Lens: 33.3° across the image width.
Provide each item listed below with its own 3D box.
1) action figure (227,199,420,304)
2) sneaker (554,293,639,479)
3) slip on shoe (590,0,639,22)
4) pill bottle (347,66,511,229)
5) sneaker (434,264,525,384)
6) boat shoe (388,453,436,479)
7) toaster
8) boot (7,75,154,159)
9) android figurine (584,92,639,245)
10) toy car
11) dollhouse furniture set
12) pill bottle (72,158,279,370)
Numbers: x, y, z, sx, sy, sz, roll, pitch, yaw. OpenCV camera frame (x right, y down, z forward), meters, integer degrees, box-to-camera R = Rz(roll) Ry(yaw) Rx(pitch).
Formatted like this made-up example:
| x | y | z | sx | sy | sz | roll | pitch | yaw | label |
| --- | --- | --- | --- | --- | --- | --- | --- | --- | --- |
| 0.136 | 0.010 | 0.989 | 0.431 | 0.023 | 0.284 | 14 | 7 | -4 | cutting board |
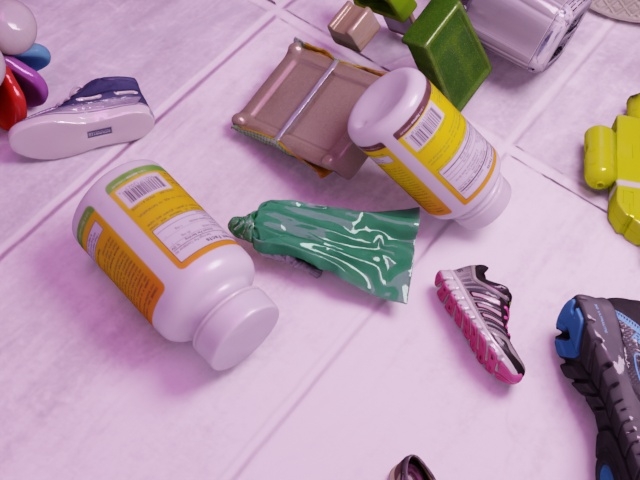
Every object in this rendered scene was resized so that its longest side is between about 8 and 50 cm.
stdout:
| x | y | z | sx | sy | sz | roll | pitch | yaw | label |
| --- | --- | --- | --- | --- | --- | --- | --- | --- | --- |
| 0.000 | 0.000 | 1.324 | 0.232 | 0.063 | 0.137 | 12 | 58 | -3 | action figure |
| 0.373 | 0.206 | 1.189 | 0.140 | 0.125 | 0.340 | 0 | 58 | -12 | sneaker |
| 0.517 | -0.395 | 1.627 | 0.332 | 0.123 | 0.101 | 11 | 28 | 4 | slip on shoe |
| 0.142 | -0.107 | 1.327 | 0.215 | 0.117 | 0.117 | 41 | 51 | -29 | pill bottle |
| 0.207 | 0.092 | 1.283 | 0.075 | 0.063 | 0.170 | -23 | 56 | -13 | sneaker |
| 0.114 | 0.301 | 1.141 | 0.056 | 0.049 | 0.152 | -17 | 60 | -17 | boat shoe |
| 0.285 | -0.323 | 1.505 | 0.146 | 0.129 | 0.227 | 32 | 29 | 11 | toaster |
| -0.320 | -0.165 | 1.407 | 0.190 | 0.069 | 0.086 | -10 | 50 | -22 | boot |
| 0.474 | -0.083 | 1.436 | 0.248 | 0.056 | 0.272 | 12 | 54 | 2 | android figurine |
| -0.421 | -0.214 | 1.391 | 0.136 | 0.159 | 0.182 | 41 | 54 | -21 | toy car |
| 0.057 | -0.198 | 1.464 | 0.198 | 0.151 | 0.301 | 28 | 74 | 36 | dollhouse furniture set |
| -0.164 | 0.031 | 1.242 | 0.136 | 0.136 | 0.246 | -35 | 66 | -25 | pill bottle |
